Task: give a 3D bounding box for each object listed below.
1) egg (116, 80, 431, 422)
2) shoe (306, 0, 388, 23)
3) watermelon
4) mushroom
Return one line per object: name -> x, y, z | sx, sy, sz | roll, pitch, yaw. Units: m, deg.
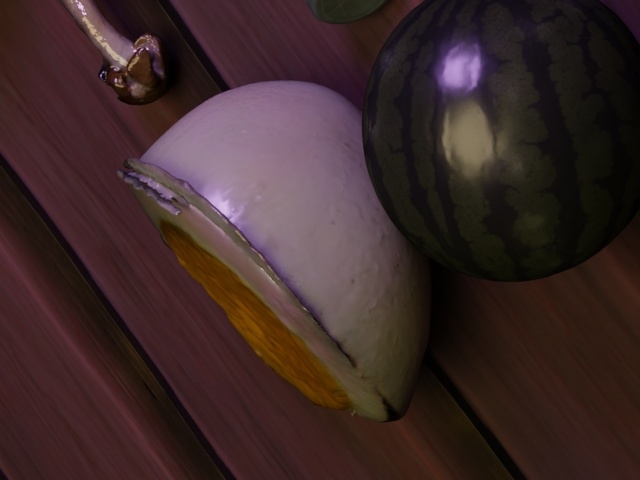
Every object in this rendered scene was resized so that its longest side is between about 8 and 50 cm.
egg -> 0.000, -0.001, 1.203 | 0.286, 0.174, 0.264 | 49, 169, -8
shoe -> 0.026, -0.262, 1.176 | 0.078, 0.079, 0.195 | -123, 37, -47
watermelon -> 0.131, -0.075, 1.083 | 0.212, 0.212, 0.212 | 10, 112, 28
mushroom -> -0.187, -0.196, 1.326 | 0.061, 0.060, 0.187 | -38, 82, 25
